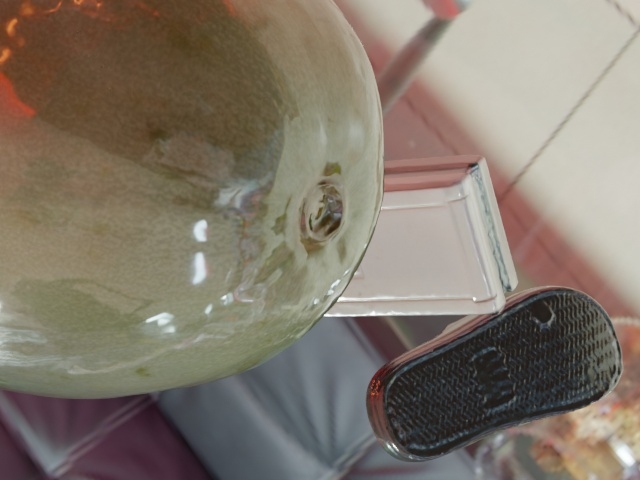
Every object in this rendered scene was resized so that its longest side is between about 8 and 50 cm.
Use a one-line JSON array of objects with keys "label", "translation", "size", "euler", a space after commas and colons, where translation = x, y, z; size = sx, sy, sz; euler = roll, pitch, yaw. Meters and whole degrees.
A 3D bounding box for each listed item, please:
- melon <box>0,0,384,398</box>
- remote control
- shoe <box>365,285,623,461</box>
[{"label": "melon", "translation": [-0.120, -0.053, 0.700], "size": [0.308, 0.272, 0.272], "euler": [31, 137, 8]}, {"label": "remote control", "translation": [0.000, 0.000, 1.087], "size": [0.277, 0.055, 0.103], "euler": [-2, 117, 33]}, {"label": "shoe", "translation": [0.133, 0.109, 1.241], "size": [0.093, 0.241, 0.108], "euler": [-15, 93, 63]}]
